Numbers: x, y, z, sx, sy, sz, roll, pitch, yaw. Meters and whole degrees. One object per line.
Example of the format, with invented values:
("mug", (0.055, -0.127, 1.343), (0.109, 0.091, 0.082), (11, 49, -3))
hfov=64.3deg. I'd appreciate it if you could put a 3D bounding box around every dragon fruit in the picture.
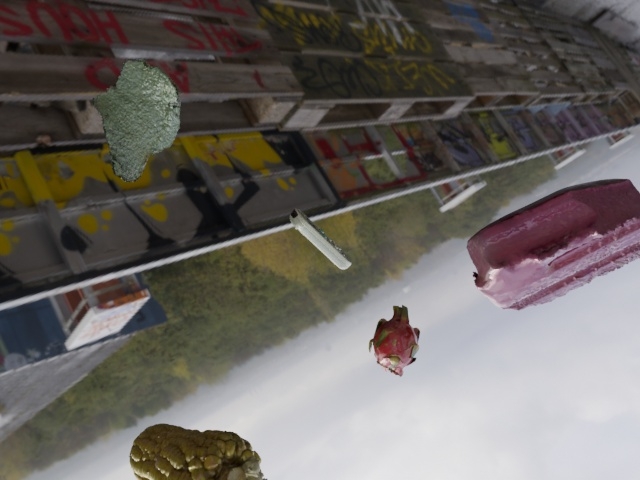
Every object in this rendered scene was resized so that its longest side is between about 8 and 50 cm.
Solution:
("dragon fruit", (0.134, 0.173, 0.892), (0.116, 0.086, 0.081), (-63, 155, -15))

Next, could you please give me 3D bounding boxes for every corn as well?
("corn", (-0.177, 0.285, 0.656), (0.101, 0.101, 0.291), (-22, -176, -38))

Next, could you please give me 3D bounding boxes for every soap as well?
("soap", (0.437, 0.014, 0.945), (0.325, 0.127, 0.220), (-29, 142, 11))

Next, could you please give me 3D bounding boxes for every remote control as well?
("remote control", (0.000, 0.000, 1.319), (0.042, 0.221, 0.078), (-43, -152, 9))

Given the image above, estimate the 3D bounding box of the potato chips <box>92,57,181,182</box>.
("potato chips", (-0.362, -0.231, 0.996), (0.059, 0.167, 0.228), (8, -117, 53))
